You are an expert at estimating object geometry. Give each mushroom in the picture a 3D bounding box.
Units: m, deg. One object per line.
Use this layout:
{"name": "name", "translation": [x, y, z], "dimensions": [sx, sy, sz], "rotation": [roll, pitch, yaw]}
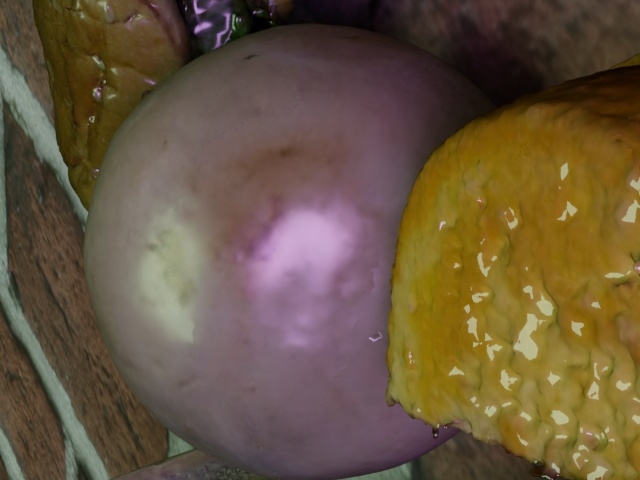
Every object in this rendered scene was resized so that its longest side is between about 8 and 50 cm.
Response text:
{"name": "mushroom", "translation": [0.000, 0.000, 0.597], "dimensions": [0.215, 0.207, 0.207], "rotation": [-72, -25, -77]}

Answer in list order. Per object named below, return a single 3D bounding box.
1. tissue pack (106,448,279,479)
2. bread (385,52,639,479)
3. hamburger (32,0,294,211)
{"name": "tissue pack", "translation": [-0.106, 0.207, 0.863], "dimensions": [0.092, 0.196, 0.148], "rotation": [66, 152, 19]}
{"name": "bread", "translation": [0.113, 0.012, 0.402], "dimensions": [0.229, 0.143, 0.139], "rotation": [13, 115, 58]}
{"name": "hamburger", "translation": [-0.098, -0.149, 0.699], "dimensions": [0.265, 0.134, 0.285], "rotation": [-117, 28, -48]}
